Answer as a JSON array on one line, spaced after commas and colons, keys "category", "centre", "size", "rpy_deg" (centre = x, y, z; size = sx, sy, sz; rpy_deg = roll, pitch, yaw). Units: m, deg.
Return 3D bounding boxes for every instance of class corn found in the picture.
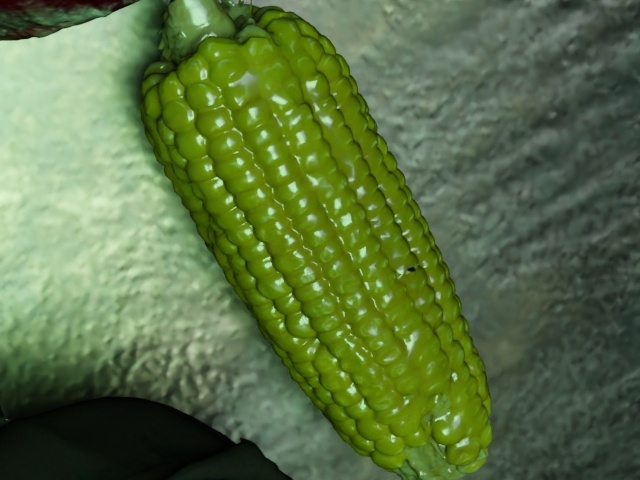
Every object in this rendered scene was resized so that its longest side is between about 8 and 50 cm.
[{"category": "corn", "centre": [0.000, 0.000, 0.752], "size": [0.097, 0.097, 0.262], "rpy_deg": [-32, 109, -11]}]

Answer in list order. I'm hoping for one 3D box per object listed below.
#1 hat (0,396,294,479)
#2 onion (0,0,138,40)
[{"category": "hat", "centre": [-0.142, 0.179, 0.661], "size": [0.209, 0.336, 0.238], "rpy_deg": [16, 120, 14]}, {"category": "onion", "centre": [-0.077, -0.200, 0.631], "size": [0.207, 0.206, 0.216], "rpy_deg": [-24, 107, -13]}]
